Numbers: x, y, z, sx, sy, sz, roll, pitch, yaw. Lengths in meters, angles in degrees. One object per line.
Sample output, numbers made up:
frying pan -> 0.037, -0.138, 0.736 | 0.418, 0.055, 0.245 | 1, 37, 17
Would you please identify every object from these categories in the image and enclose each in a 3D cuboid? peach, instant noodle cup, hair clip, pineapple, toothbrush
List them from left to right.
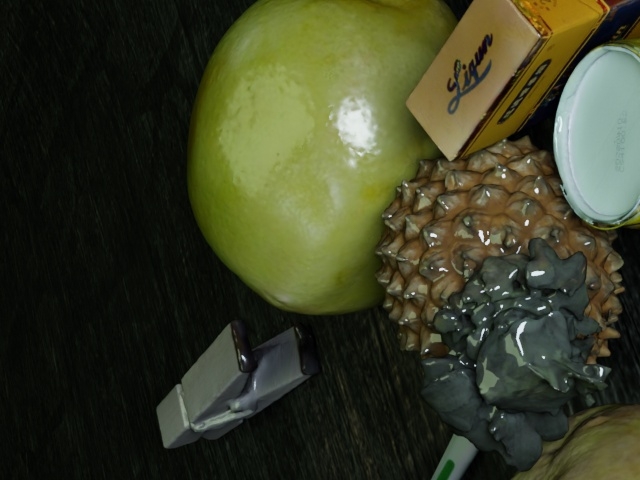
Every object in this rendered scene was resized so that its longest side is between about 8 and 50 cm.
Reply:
hair clip -> -0.115, 0.186, 2.050 | 0.331, 0.101, 0.085 | -46, 56, 56
peach -> 0.015, -0.097, 1.569 | 0.315, 0.281, 0.314 | 115, 159, -45
toothbrush -> 0.106, 0.299, 1.705 | 0.042, 0.040, 0.418 | 42, 128, 25
pineapple -> 0.148, 0.059, 1.291 | 0.357, 0.223, 0.223 | -87, 7, -69
instant noodle cup -> 0.272, -0.080, 1.241 | 0.182, 0.144, 0.182 | 6, 97, 63

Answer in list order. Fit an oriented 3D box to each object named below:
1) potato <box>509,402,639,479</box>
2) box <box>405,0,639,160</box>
potato -> 0.243, 0.239, 1.235 | 0.289, 0.301, 0.237 | 0, 63, 40
box -> 0.193, -0.163, 1.285 | 0.070, 0.237, 0.152 | 51, 140, 15
